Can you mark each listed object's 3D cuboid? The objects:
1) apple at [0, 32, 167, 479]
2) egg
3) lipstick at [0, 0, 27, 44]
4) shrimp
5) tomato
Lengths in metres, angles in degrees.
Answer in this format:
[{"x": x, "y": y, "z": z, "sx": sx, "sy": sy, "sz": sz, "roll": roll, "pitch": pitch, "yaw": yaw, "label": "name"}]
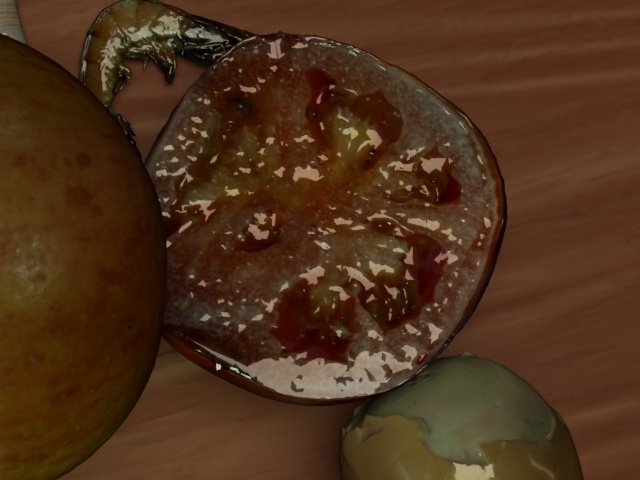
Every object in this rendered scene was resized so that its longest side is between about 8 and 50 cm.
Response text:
[{"x": -0.303, "y": 0.026, "z": 1.451, "sx": 0.333, "sy": 0.400, "sz": 0.400, "roll": 11, "pitch": 72, "yaw": -49, "label": "apple"}, {"x": 0.126, "y": 0.217, "z": 1.565, "sx": 0.201, "sy": 0.201, "sz": 0.244, "roll": -21, "pitch": 92, "yaw": -13, "label": "egg"}, {"x": -0.294, "y": -0.212, "z": 1.666, "sx": 0.040, "sy": 0.040, "sz": 0.141, "roll": -14, "pitch": 81, "yaw": -12, "label": "lipstick"}, {"x": -0.127, "y": -0.138, "z": 1.678, "sx": 0.195, "sy": 0.035, "sz": 0.148, "roll": 16, "pitch": 74, "yaw": 1, "label": "shrimp"}, {"x": -0.005, "y": 0.001, "z": 1.607, "sx": 0.338, "sy": 0.144, "sz": 0.338, "roll": 1, "pitch": 70, "yaw": -2, "label": "tomato"}]
